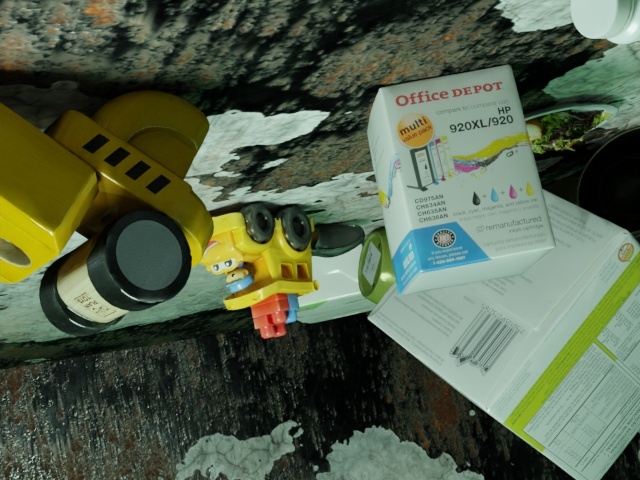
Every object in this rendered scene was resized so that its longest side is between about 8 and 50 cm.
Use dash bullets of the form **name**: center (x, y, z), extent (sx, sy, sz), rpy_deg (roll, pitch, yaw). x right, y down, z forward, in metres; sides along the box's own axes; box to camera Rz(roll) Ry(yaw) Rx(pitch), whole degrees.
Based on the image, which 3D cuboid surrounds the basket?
- **basket**: center (0.533, -0.094, 1.907), extent (0.204, 0.154, 0.227), rpy_deg (-43, 171, 8)

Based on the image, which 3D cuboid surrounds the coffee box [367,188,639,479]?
- **coffee box**: center (0.361, 0.137, 1.822), extent (0.334, 0.338, 0.337), rpy_deg (38, 180, -38)

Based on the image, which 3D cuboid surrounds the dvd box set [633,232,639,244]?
- **dvd box set**: center (0.738, -0.088, 1.803), extent (0.420, 0.062, 0.307), rpy_deg (-25, 177, -32)

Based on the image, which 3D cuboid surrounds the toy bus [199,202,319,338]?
- **toy bus**: center (-0.107, 0.056, 1.844), extent (0.149, 0.211, 0.220), rpy_deg (-16, 168, 34)

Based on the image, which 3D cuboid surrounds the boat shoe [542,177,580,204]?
- **boat shoe**: center (0.468, -0.091, 2.141), extent (0.152, 0.056, 0.049), rpy_deg (-7, 180, 40)

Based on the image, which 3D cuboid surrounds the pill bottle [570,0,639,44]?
- **pill bottle**: center (0.319, -0.232, 1.092), extent (0.137, 0.078, 0.078), rpy_deg (-6, 169, -29)

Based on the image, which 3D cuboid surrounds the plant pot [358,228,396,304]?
- **plant pot**: center (0.235, 0.070, 2.271), extent (0.293, 0.275, 0.275), rpy_deg (8, 164, -17)

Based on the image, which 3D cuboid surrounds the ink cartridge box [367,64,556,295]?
- **ink cartridge box**: center (0.166, -0.071, 1.374), extent (0.171, 0.233, 0.168), rpy_deg (-10, 168, -6)

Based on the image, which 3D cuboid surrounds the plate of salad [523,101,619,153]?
- **plate of salad**: center (0.339, -0.156, 1.626), extent (0.199, 0.048, 0.200), rpy_deg (-12, 169, -2)

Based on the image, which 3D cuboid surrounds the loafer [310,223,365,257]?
- **loafer**: center (0.000, 0.000, 2.085), extent (0.170, 0.062, 0.061), rpy_deg (-13, 165, -1)

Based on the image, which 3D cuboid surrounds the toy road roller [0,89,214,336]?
- **toy road roller**: center (-0.262, -0.070, 1.148), extent (0.329, 0.241, 0.202), rpy_deg (35, 150, -20)

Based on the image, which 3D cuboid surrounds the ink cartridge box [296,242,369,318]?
- **ink cartridge box**: center (0.027, 0.100, 2.493), extent (0.207, 0.119, 0.353), rpy_deg (-13, 169, 7)
